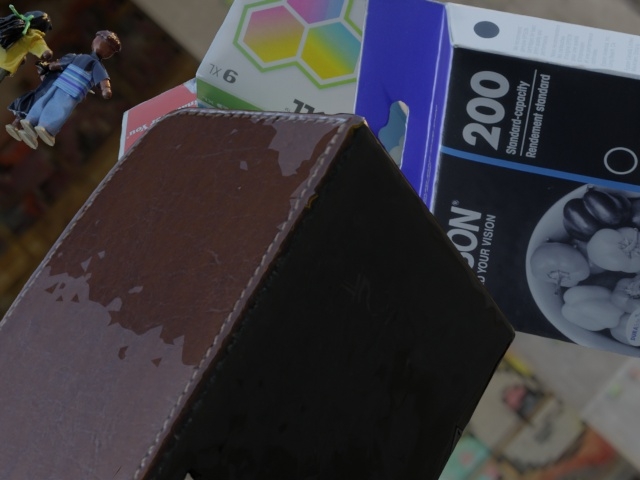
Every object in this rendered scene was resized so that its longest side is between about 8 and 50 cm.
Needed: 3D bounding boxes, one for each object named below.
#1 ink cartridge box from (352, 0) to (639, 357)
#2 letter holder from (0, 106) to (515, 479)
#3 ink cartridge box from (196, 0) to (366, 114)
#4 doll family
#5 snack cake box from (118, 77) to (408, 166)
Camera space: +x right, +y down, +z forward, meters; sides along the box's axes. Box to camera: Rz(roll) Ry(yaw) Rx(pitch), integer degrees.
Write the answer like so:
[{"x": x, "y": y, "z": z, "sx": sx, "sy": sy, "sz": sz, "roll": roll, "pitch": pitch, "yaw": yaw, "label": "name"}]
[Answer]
[{"x": 0.114, "y": -0.035, "z": 1.147, "sx": 0.045, "sy": 0.208, "sz": 0.206, "roll": -69, "pitch": -12, "yaw": -48, "label": "ink cartridge box"}, {"x": -0.095, "y": 0.102, "z": 0.836, "sx": 0.152, "sy": 0.214, "sz": 0.302, "roll": 52, "pitch": -121, "yaw": -39, "label": "letter holder"}, {"x": -0.015, "y": -0.119, "z": 1.326, "sx": 0.209, "sy": 0.109, "sz": 0.062, "roll": -63, "pitch": -4, "yaw": -13, "label": "ink cartridge box"}, {"x": -0.247, "y": -0.150, "z": 1.734, "sx": 0.111, "sy": 0.193, "sz": 0.076, "roll": -50, "pitch": -29, "yaw": -17, "label": "doll family"}, {"x": -0.044, "y": -0.095, "z": 1.732, "sx": 0.264, "sy": 0.152, "sz": 0.089, "roll": -24, "pitch": -56, "yaw": 15, "label": "snack cake box"}]
